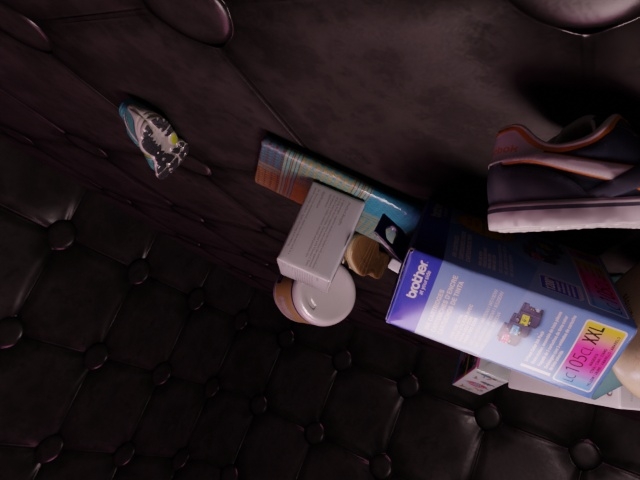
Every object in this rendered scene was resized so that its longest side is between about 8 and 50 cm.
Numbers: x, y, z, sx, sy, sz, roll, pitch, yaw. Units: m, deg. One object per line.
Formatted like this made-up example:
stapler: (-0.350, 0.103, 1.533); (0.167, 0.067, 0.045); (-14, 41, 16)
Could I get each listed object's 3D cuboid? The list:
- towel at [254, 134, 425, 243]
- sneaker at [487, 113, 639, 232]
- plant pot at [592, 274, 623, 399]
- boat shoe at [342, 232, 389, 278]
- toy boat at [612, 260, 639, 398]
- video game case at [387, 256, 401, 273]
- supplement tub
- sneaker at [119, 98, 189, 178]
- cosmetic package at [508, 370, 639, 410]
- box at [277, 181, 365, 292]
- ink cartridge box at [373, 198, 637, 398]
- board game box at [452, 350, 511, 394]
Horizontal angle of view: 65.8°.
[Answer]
towel: (0.034, -0.100, 1.089); (0.369, 0.040, 0.271); (25, 166, -6)
sneaker: (0.345, -0.075, 0.555); (0.320, 0.128, 0.126); (0, 176, -11)
plant pot: (0.562, 0.182, 0.994); (0.165, 0.166, 0.234); (22, 142, -5)
boat shoe: (0.108, 0.040, 1.346); (0.089, 0.105, 0.285); (25, 173, 25)
toy boat: (0.547, 0.099, 0.689); (0.148, 0.268, 0.318); (28, 134, 2)
video game case: (0.264, 0.082, 1.119); (0.204, 0.025, 0.285); (31, -167, 11)
supplement tub: (-0.036, 0.195, 1.873); (0.240, 0.241, 0.331); (27, 165, -18)
sneaker: (-0.390, -0.238, 1.164); (0.110, 0.107, 0.275); (40, 164, 10)
cosmetic package: (0.714, 0.337, 1.295); (0.229, 0.162, 0.453); (7, 168, -9)
box: (0.000, 0.000, 1.053); (0.118, 0.181, 0.182); (24, 167, 4)
ink cartridge box: (0.276, 0.069, 0.851); (0.395, 0.151, 0.270); (18, -155, 10)
board game box: (0.492, 0.319, 1.470); (0.097, 0.224, 0.303); (17, 157, 11)
